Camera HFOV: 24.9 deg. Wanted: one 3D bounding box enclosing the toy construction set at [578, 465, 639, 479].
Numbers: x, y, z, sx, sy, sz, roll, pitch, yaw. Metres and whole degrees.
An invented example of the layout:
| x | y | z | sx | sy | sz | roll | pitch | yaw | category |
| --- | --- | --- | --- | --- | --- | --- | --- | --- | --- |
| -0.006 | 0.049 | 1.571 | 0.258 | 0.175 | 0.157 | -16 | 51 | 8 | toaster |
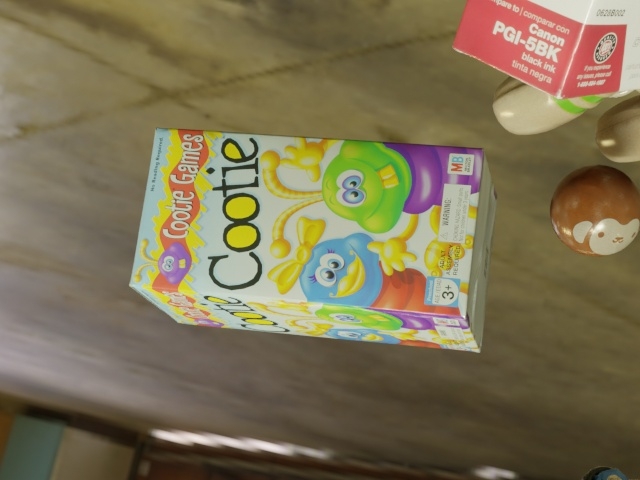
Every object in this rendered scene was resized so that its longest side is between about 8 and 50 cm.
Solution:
| x | y | z | sx | sy | sz | roll | pitch | yaw | category |
| --- | --- | --- | --- | --- | --- | --- | --- | --- | --- |
| 0.312 | 0.305 | 1.267 | 0.327 | 0.215 | 0.151 | 14 | 142 | -33 | toy construction set |

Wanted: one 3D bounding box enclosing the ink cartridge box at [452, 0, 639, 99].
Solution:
| x | y | z | sx | sy | sz | roll | pitch | yaw | category |
| --- | --- | --- | --- | --- | --- | --- | --- | --- | --- |
| 0.119 | -0.131 | 0.578 | 0.056 | 0.135 | 0.099 | 31 | -153 | 30 | ink cartridge box |

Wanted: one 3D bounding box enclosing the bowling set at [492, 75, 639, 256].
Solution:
| x | y | z | sx | sy | sz | roll | pitch | yaw | category |
| --- | --- | --- | --- | --- | --- | --- | --- | --- | --- |
| 0.201 | -0.099 | 0.836 | 0.287 | 0.200 | 0.154 | 3 | 164 | -41 | bowling set |

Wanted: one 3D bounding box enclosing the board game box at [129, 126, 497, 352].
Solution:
| x | y | z | sx | sy | sz | roll | pitch | yaw | category |
| --- | --- | --- | --- | --- | --- | --- | --- | --- | --- |
| 0.000 | 0.000 | 1.222 | 0.275 | 0.144 | 0.142 | 4 | 166 | 13 | board game box |
